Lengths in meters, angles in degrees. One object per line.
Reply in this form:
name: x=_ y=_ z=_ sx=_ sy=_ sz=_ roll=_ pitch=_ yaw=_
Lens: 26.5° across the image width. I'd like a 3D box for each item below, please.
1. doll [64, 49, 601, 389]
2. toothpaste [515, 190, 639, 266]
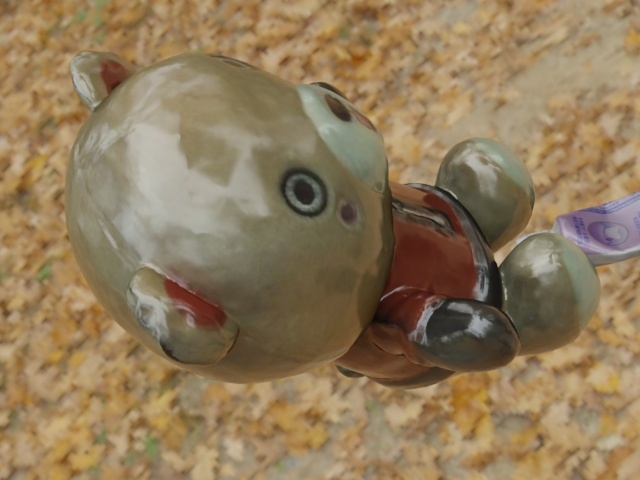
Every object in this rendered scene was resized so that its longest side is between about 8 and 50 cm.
doll: x=0.000 y=0.000 z=0.793 sx=0.174 sy=0.330 sz=0.235 roll=-45 pitch=46 yaw=29
toothpaste: x=0.310 y=-0.028 z=1.123 sx=0.301 sy=0.048 sz=0.075 roll=-15 pitch=67 yaw=7
